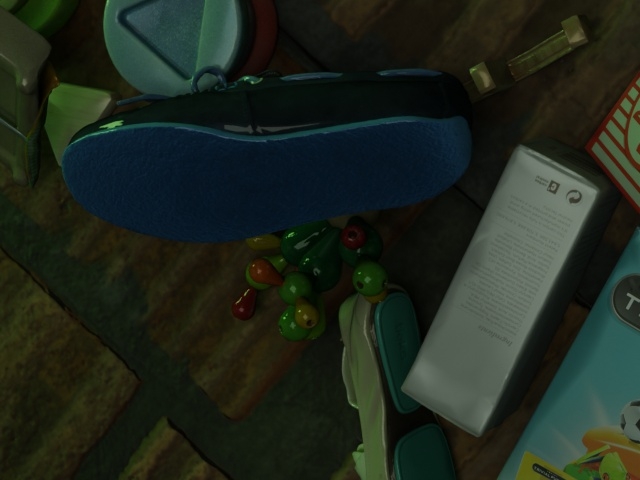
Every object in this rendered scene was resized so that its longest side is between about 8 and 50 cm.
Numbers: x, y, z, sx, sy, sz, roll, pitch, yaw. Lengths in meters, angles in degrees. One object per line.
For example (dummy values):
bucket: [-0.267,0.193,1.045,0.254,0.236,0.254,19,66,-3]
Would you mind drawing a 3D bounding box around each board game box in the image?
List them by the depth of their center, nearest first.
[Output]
board game box: [0.296,-0.078,1.468,0.045,0.193,0.146,24,109,-28]
board game box: [0.295,0.189,1.549,0.254,0.079,0.336,31,107,15]

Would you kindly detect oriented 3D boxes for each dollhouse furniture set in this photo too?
dollhouse furniture set: [-0.324,-0.220,1.694,0.301,0.197,0.151,36,64,8]

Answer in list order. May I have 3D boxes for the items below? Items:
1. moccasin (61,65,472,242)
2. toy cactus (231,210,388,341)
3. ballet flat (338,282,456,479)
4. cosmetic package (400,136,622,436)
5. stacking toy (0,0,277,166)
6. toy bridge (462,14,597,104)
moccasin: [-0.039,-0.074,1.566,0.342,0.117,0.137,0,127,13]
toy cactus: [0.000,0.000,1.617,0.112,0.219,0.180,32,74,-14]
ballet flat: [0.061,0.158,1.645,0.086,0.086,0.248,-8,92,22]
cosmetic package: [0.161,0.036,1.564,0.085,0.117,0.231,30,105,16]
stacking toy: [-0.210,-0.226,1.668,0.279,0.130,0.309,-32,84,21]
toy bridge: [0.144,-0.135,1.576,0.188,0.063,0.026,-27,86,24]
